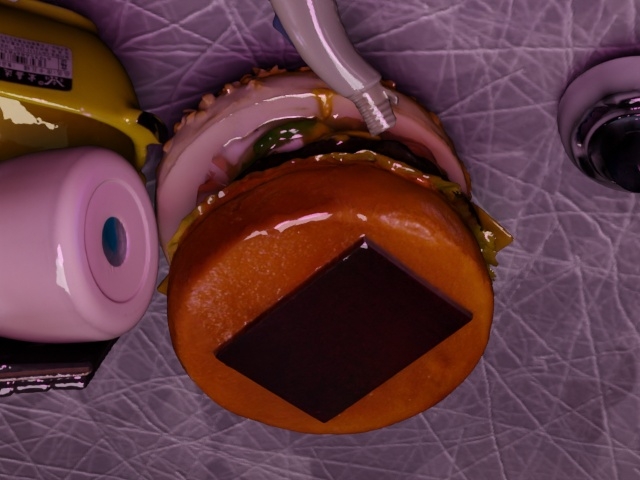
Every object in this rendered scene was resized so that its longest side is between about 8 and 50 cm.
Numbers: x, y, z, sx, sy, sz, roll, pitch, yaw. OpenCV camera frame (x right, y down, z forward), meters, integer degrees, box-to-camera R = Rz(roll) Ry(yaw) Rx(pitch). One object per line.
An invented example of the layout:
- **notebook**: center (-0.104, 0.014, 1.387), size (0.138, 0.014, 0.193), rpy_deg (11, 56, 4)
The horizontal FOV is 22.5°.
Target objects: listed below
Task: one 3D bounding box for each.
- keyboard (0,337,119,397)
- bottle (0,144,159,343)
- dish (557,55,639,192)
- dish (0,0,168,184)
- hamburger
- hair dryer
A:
- **keyboard**: center (-0.216, 0.082, 1.312), size (0.106, 0.317, 0.027), rpy_deg (-2, 97, 0)
- **bottle**: center (-0.257, 0.010, 1.241), size (0.236, 0.147, 0.147), rpy_deg (-5, 127, 24)
- **dish**: center (0.262, -0.074, 1.316), size (0.141, 0.078, 0.141), rpy_deg (7, 137, 7)
- **dish**: center (-0.248, -0.129, 1.252), size (0.262, 0.108, 0.221), rpy_deg (11, 164, -10)
- **hamburger**: center (0.000, 0.000, 1.297), size (0.291, 0.225, 0.291), rpy_deg (-3, 132, -3)
- **hair dryer**: center (-0.106, -0.203, 1.179), size (0.296, 0.119, 0.298), rpy_deg (-8, 99, 8)
